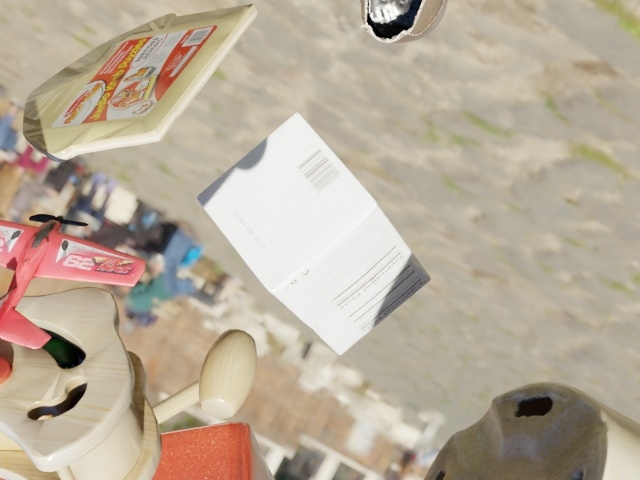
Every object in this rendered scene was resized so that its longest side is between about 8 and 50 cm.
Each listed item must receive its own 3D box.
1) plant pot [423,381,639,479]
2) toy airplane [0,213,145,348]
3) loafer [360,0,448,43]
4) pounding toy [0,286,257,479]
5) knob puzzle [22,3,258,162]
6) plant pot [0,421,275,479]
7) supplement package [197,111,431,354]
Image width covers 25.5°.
[{"bbox_3d":[0.251,0.287,1.214,0.305,0.334,0.334,37,170,-24],"label":"plant pot"},{"bbox_3d":[-0.194,0.024,0.935,0.151,0.028,0.151,9,-148,-5],"label":"toy airplane"},{"bbox_3d":[0.112,-0.384,1.616,0.133,0.366,0.130,8,-149,11],"label":"loafer"},{"bbox_3d":[-0.179,0.138,0.967,0.269,0.154,0.155,-6,131,12],"label":"pounding toy"},{"bbox_3d":[-0.161,-0.119,1.148,0.213,0.213,0.030,20,146,51],"label":"knob puzzle"},{"bbox_3d":[-0.161,0.323,1.197,0.267,0.236,0.267,-9,155,2],"label":"plant pot"},{"bbox_3d":[0.000,0.000,1.454,0.139,0.134,0.244,51,-179,25],"label":"supplement package"}]
